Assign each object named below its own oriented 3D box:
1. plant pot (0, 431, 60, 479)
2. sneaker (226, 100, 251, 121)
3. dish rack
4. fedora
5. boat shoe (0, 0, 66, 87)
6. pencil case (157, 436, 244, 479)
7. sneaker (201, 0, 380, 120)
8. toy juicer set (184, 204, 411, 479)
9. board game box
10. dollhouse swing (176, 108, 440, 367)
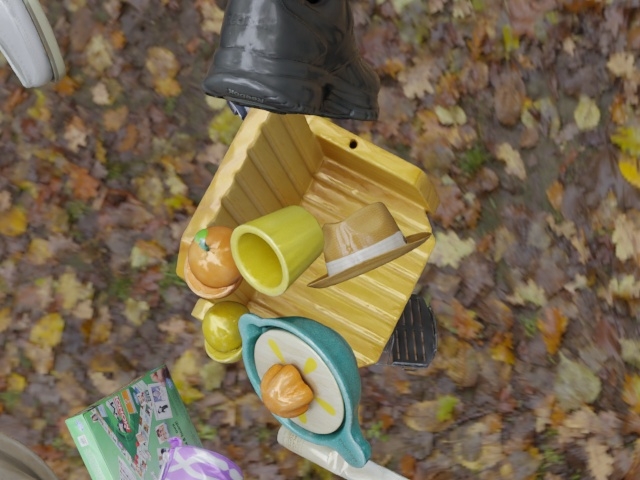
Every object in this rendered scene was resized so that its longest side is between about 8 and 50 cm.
[{"bbox_3d":[-0.213,0.313,0.715,0.305,0.333,0.334,13,84,45],"label":"plant pot"},{"bbox_3d":[-0.049,-0.243,1.820,0.153,0.282,0.099,-54,36,14],"label":"sneaker"},{"bbox_3d":[0.058,0.120,1.848,0.271,0.074,0.208,6,39,-5],"label":"dish rack"},{"bbox_3d":[0.054,-0.001,1.524,0.194,0.194,0.079,-24,91,12],"label":"fedora"},{"bbox_3d":[-0.364,-0.272,1.112,0.103,0.113,0.302,-36,113,-18],"label":"boat shoe"},{"bbox_3d":[-0.145,0.291,1.086,0.086,0.088,0.206,-27,33,48],"label":"pencil case"},{"bbox_3d":[-0.005,-0.170,0.971,0.109,0.286,0.130,11,97,14],"label":"sneaker"},{"bbox_3d":[-0.041,0.129,1.069,0.209,0.089,0.329,-4,115,49],"label":"toy juicer set"},{"bbox_3d":[-0.258,0.382,1.812,0.046,0.213,0.317,-22,93,34],"label":"board game box"},{"bbox_3d":[0.000,0.000,1.606,0.315,0.305,0.347,27,79,1],"label":"dollhouse swing"}]
